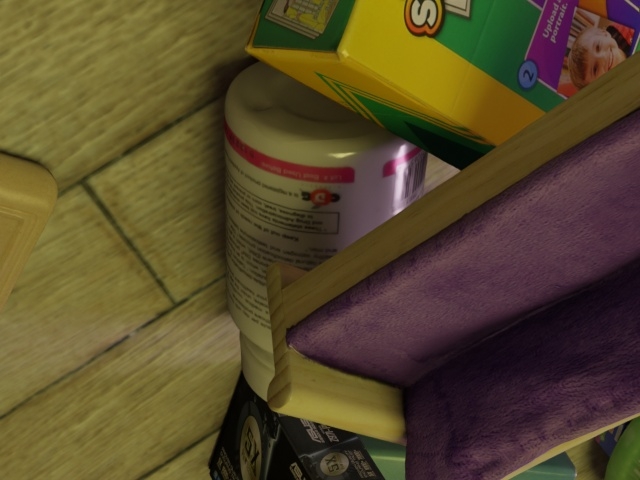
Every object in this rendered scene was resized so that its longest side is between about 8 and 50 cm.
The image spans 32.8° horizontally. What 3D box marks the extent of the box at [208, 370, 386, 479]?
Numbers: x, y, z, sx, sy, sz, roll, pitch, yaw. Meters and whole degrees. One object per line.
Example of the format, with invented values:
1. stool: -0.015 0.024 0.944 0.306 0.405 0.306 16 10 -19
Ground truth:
1. box: -0.028 0.229 1.058 0.077 0.180 0.147 2 123 -31

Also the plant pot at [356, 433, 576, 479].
1. plant pot: 0.110 0.240 1.166 0.234 0.165 0.166 12 118 -27

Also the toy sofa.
1. toy sofa: 0.134 0.033 0.693 0.150 0.177 0.362 22 137 -38

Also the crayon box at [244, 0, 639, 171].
1. crayon box: 0.149 -0.233 0.762 0.313 0.106 0.363 24 84 -39

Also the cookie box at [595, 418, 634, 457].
1. cookie box: 0.420 0.228 1.413 0.107 0.040 0.092 -10 129 -24

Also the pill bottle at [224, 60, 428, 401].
1. pill bottle: 0.000 0.000 0.910 0.160 0.160 0.283 -13 129 -21

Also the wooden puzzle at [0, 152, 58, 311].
1. wooden puzzle: -0.342 0.021 0.817 0.221 0.044 0.239 16 111 -37

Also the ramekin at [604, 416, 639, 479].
1. ramekin: 0.533 0.296 1.399 0.303 0.148 0.303 -16 130 -20
